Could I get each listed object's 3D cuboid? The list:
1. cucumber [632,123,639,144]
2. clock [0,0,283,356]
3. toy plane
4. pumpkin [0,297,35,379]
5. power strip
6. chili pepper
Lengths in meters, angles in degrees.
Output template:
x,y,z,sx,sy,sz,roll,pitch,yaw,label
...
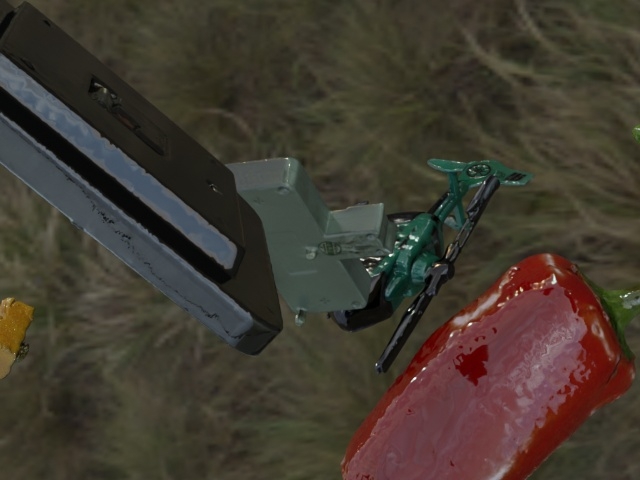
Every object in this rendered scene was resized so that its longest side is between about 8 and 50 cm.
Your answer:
x,y,z,sx,sy,sz,roll,pitch,yaw,label
0.244,-0.051,0.968,0.168,0.039,0.039,-138,56,-66,cucumber
-0.134,-0.061,0.988,0.049,0.273,0.279,-47,16,9,clock
0.113,0.006,1.914,0.155,0.381,0.106,13,132,32,toy plane
-0.346,0.114,1.730,0.083,0.054,0.074,-45,25,46,pumpkin
0.000,0.000,1.568,0.145,0.215,0.061,-8,52,23,power strip
0.158,0.082,1.151,0.338,0.134,0.131,-47,75,13,chili pepper
